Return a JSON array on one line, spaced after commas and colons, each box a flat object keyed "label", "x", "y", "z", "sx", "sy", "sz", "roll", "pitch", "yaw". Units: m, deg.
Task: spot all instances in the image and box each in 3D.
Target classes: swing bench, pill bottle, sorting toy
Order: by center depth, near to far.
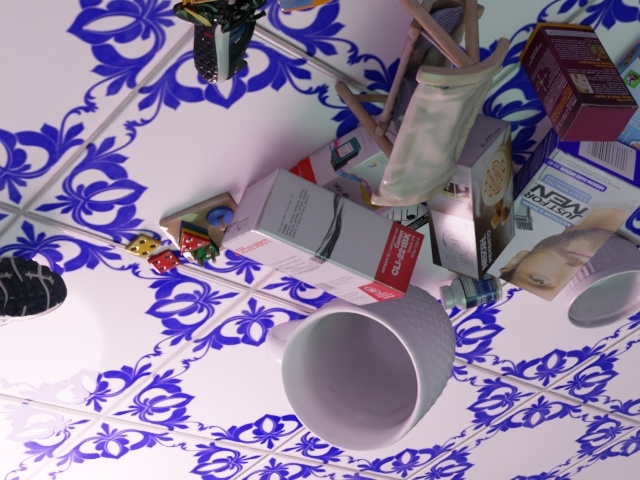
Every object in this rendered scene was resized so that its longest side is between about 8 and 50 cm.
[{"label": "swing bench", "x": 0.149, "y": -0.224, "z": 1.532, "sx": 0.165, "sy": 0.254, "sz": 0.253, "roll": -3, "pitch": 142, "yaw": -19}, {"label": "sorting toy", "x": -0.200, "y": -0.005, "z": 1.857, "sx": 0.274, "sy": 0.046, "sz": 0.132, "roll": -22, "pitch": 143, "yaw": 8}, {"label": "pill bottle", "x": 0.307, "y": 0.104, "z": 2.184, "sx": 0.120, "sy": 0.067, "sz": 0.067, "roll": -14, "pitch": 144, "yaw": -4}]

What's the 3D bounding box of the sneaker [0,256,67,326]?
[{"label": "sneaker", "x": -0.575, "y": 0.105, "z": 1.830, "sx": 0.283, "sy": 0.110, "sz": 0.122, "roll": -8, "pitch": 161, "yaw": -8}]

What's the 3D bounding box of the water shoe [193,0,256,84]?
[{"label": "water shoe", "x": -0.131, "y": -0.315, "z": 1.477, "sx": 0.080, "sy": 0.073, "sz": 0.203, "roll": -34, "pitch": 150, "yaw": -40}]

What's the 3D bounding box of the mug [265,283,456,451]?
[{"label": "mug", "x": 0.074, "y": 0.209, "z": 2.053, "sx": 0.374, "sy": 0.276, "sz": 0.328, "roll": 6, "pitch": -165, "yaw": 23}]

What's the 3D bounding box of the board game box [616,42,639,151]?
[{"label": "board game box", "x": 0.554, "y": -0.234, "z": 1.808, "sx": 0.160, "sy": 0.039, "sz": 0.211, "roll": 31, "pitch": 127, "yaw": -12}]

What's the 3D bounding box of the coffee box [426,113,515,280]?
[{"label": "coffee box", "x": 0.254, "y": -0.075, "z": 1.804, "sx": 0.141, "sy": 0.098, "sz": 0.246, "roll": -45, "pitch": 140, "yaw": -35}]

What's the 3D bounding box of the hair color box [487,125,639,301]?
[{"label": "hair color box", "x": 0.425, "y": -0.050, "z": 1.922, "sx": 0.185, "sy": 0.110, "sz": 0.339, "roll": 25, "pitch": 139, "yaw": -4}]

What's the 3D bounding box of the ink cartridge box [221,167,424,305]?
[{"label": "ink cartridge box", "x": 0.000, "y": 0.000, "z": 1.753, "sx": 0.273, "sy": 0.114, "sz": 0.197, "roll": 24, "pitch": 164, "yaw": -17}]

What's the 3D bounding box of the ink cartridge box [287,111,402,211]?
[{"label": "ink cartridge box", "x": 0.058, "y": -0.107, "z": 1.799, "sx": 0.231, "sy": 0.078, "sz": 0.134, "roll": -30, "pitch": 142, "yaw": 18}]

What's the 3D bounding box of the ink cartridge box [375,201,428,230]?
[{"label": "ink cartridge box", "x": 0.109, "y": -0.032, "z": 1.919, "sx": 0.097, "sy": 0.046, "sz": 0.207, "roll": 21, "pitch": 139, "yaw": -40}]

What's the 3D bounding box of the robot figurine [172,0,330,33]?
[{"label": "robot figurine", "x": -0.069, "y": -0.377, "z": 1.345, "sx": 0.291, "sy": 0.085, "sz": 0.211, "roll": -14, "pitch": 115, "yaw": -12}]

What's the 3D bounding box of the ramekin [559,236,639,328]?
[{"label": "ramekin", "x": 0.593, "y": 0.083, "z": 2.236, "sx": 0.207, "sy": 0.109, "sz": 0.207, "roll": -11, "pitch": 144, "yaw": -8}]

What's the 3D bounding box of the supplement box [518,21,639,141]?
[{"label": "supplement box", "x": 0.398, "y": -0.246, "z": 1.658, "sx": 0.104, "sy": 0.188, "sz": 0.081, "roll": -1, "pitch": 141, "yaw": -21}]
